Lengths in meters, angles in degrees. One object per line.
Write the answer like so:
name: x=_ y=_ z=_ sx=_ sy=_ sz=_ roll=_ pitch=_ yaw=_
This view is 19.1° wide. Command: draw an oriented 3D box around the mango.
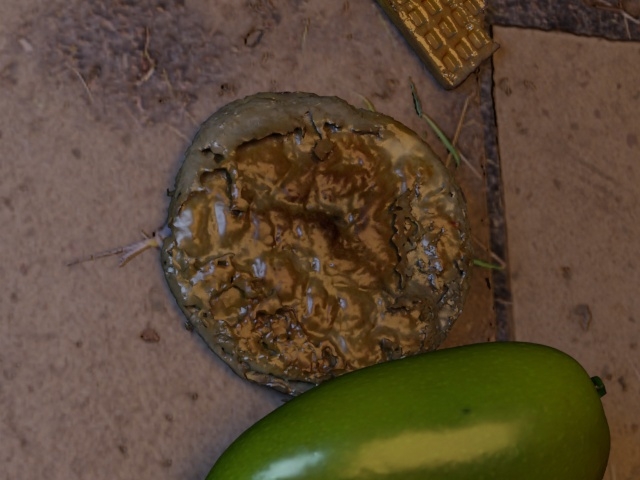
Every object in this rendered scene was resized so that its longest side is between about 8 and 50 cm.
mango: x=0.063 y=0.181 z=1.463 sx=0.343 sy=0.156 sz=0.192 roll=-10 pitch=124 yaw=-18

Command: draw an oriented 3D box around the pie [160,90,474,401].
pie: x=0.000 y=0.000 z=1.541 sx=0.274 sy=0.055 sz=0.274 roll=6 pitch=74 yaw=-23

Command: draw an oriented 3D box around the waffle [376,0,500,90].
waffle: x=0.100 y=-0.206 z=1.669 sx=0.092 sy=0.021 sz=0.135 roll=-44 pitch=100 yaw=-31
